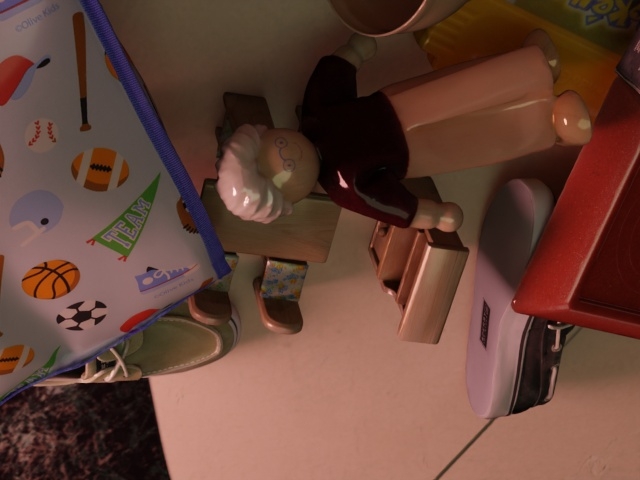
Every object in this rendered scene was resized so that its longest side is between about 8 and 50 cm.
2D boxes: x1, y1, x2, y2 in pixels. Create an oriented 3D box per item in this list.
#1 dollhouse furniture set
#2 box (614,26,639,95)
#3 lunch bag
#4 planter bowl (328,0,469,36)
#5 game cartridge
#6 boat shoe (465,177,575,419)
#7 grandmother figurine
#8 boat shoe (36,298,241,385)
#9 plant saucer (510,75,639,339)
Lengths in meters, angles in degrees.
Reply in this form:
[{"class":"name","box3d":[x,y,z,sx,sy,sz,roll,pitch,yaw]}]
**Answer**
[{"class":"dollhouse furniture set","box3d":[0.000,0.000,1.578,0.242,0.161,0.212,7,119,-15]},{"class":"box","box3d":[0.495,-0.275,1.503,0.318,0.097,0.395,10,120,-36]},{"class":"lunch bag","box3d":[-0.293,-0.048,1.429,0.328,0.239,0.385,-30,120,-5]},{"class":"planter bowl","box3d":[0.089,-0.263,1.456,0.109,0.162,0.162,-5,126,-41]},{"class":"game cartridge","box3d":[0.281,-0.256,1.547,0.285,0.052,0.323,21,113,-22]},{"class":"boat shoe","box3d":[0.226,0.063,1.692,0.105,0.113,0.306,-7,124,-15]},{"class":"grandmother figurine","box3d":[0.062,-0.100,1.470,0.342,0.207,0.104,-19,152,-17]},{"class":"boat shoe","box3d":[-0.228,0.107,1.636,0.302,0.094,0.109,-2,121,-10]},{"class":"plant saucer","box3d":[0.341,-0.016,1.629,0.259,0.048,0.258,14,105,-39]}]
